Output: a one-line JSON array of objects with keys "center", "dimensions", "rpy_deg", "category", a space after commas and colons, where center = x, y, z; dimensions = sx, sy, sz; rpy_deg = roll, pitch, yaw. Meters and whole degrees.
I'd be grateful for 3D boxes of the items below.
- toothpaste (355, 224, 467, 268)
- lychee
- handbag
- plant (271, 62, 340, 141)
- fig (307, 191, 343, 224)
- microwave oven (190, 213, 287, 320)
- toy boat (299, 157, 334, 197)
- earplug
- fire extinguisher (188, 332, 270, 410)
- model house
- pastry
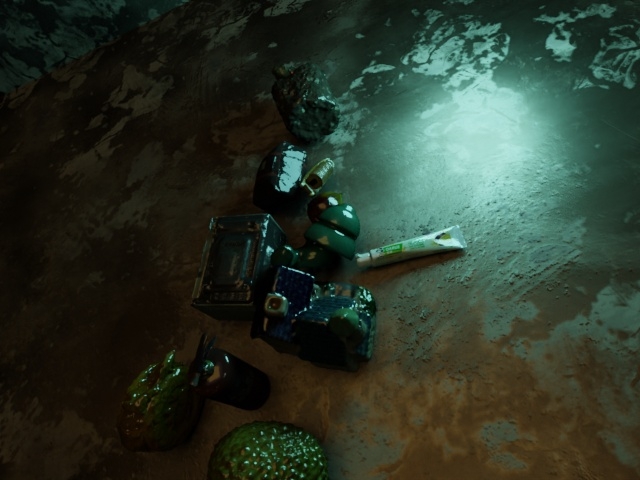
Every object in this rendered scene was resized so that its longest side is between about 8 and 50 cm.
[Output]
[{"center": [0.260, 0.028, 1.173], "dimensions": [0.314, 0.056, 0.058], "rpy_deg": [-15, 100, 7], "category": "toothpaste"}, {"center": [-0.141, 0.552, 0.909], "dimensions": [0.320, 0.270, 0.270], "rpy_deg": [0, 55, -25], "category": "lychee"}, {"center": [-0.143, -0.212, 1.366], "dimensions": [0.169, 0.155, 0.215], "rpy_deg": [-30, 44, 51], "category": "handbag"}, {"center": [-0.062, -0.536, 1.483], "dimensions": [0.213, 0.215, 0.312], "rpy_deg": [-22, 55, 10], "category": "plant"}, {"center": [0.026, -0.114, 1.299], "dimensions": [0.109, 0.103, 0.154], "rpy_deg": [3, 36, 33], "category": "fig"}, {"center": [-0.244, 0.081, 1.235], "dimensions": [0.238, 0.181, 0.295], "rpy_deg": [-3, 62, 19], "category": "microwave oven"}, {"center": [-0.001, -0.217, 1.328], "dimensions": [0.088, 0.068, 0.226], "rpy_deg": [-38, 12, 40], "category": "toy boat"}, {"center": [-0.007, -0.004, 1.159], "dimensions": [0.164, 0.257, 0.280], "rpy_deg": [24, 78, 53], "category": "earplug"}, {"center": [-0.232, 0.337, 1.002], "dimensions": [0.114, 0.337, 0.135], "rpy_deg": [9, 65, 20], "category": "fire extinguisher"}, {"center": [-0.021, 0.195, 1.048], "dimensions": [0.298, 0.284, 0.243], "rpy_deg": [3, 69, 20], "category": "model house"}, {"center": [-0.437, 0.443, 1.077], "dimensions": [0.132, 0.235, 0.240], "rpy_deg": [1, 48, 23], "category": "pastry"}]
